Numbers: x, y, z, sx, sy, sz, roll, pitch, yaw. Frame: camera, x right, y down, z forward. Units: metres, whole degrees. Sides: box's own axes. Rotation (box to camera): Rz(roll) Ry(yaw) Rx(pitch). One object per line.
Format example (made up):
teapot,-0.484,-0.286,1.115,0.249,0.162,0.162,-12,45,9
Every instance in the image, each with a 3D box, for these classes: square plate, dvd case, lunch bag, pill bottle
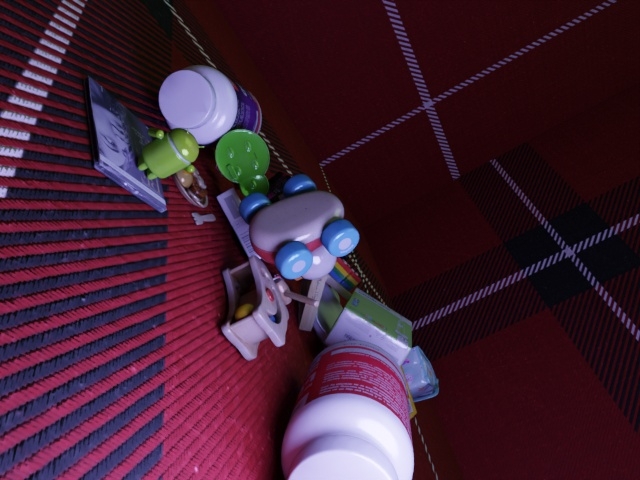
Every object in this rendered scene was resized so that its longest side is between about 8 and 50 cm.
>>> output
square plate,0.058,0.305,1.576,0.344,0.049,0.347,60,11,-17
dvd case,-0.351,-0.172,0.889,0.164,0.018,0.221,47,19,-57
lunch bag,0.291,0.494,1.740,0.262,0.223,0.160,49,22,-58
pill bottle,-0.269,-0.324,1.225,0.182,0.181,0.323,62,10,-1
pill bottle,0.054,0.357,0.916,0.229,0.229,0.408,61,10,-4

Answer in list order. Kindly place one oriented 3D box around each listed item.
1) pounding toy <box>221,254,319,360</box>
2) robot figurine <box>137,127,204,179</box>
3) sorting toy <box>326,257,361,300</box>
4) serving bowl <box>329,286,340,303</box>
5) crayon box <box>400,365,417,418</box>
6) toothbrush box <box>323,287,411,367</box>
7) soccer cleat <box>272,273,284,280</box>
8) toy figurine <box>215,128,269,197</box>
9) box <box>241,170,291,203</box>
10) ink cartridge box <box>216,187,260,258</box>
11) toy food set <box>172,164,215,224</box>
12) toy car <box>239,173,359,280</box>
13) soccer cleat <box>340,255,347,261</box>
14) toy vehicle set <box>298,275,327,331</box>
pounding toy,-0.104,0.106,0.997,0.154,0.154,0.269,62,7,-14
robot figurine,-0.267,-0.155,0.874,0.101,0.115,0.067,53,15,-41
sorting toy,0.017,0.062,1.689,0.257,0.089,0.255,48,1,32
serving bowl,0.052,0.210,1.851,0.083,0.027,0.083,58,12,-19
crayon box,0.172,0.453,1.428,0.323,0.083,0.203,6,64,-64
toothbrush box,0.146,0.261,1.414,0.206,0.122,0.283,31,11,6
soccer cleat,-0.110,0.112,1.308,0.036,0.029,0.083,60,5,15
toy figurine,-0.201,-0.175,1.227,0.173,0.130,0.159,67,-20,-8
box,-0.095,-0.064,1.271,0.163,0.142,0.247,54,-3,-19
ink cartridge box,-0.195,-0.033,1.265,0.181,0.056,0.224,62,-8,-2
toy food set,-0.278,-0.130,1.075,0.192,0.038,0.132,62,10,-1
toy car,-0.042,0.022,1.092,0.219,0.210,0.238,50,-23,40
soccer cleat,0.000,0.000,1.998,0.116,0.108,0.318,44,-3,42
toy vehicle set,-0.015,0.089,1.334,0.166,0.035,0.267,-96,-161,-63
